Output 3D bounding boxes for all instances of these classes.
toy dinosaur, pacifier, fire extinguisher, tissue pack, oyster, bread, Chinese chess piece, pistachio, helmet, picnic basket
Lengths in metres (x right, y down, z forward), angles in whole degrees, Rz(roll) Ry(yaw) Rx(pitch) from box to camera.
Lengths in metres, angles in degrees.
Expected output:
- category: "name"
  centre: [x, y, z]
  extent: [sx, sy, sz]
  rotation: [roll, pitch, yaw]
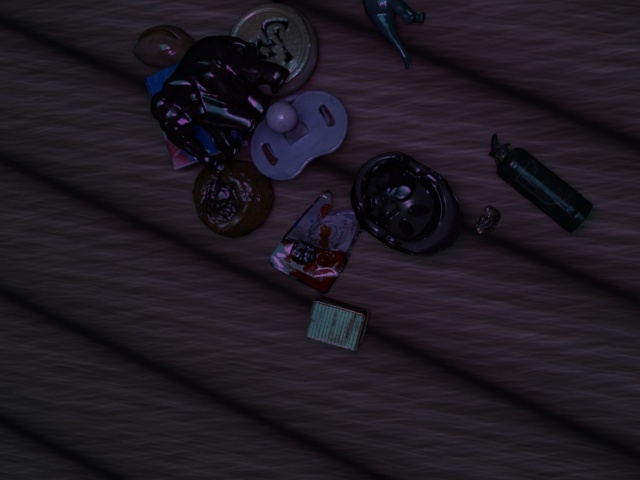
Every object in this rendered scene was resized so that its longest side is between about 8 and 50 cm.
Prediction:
- category: "toy dinosaur"
  centre: [0.120, -0.675, 1.776]
  extent: [0.331, 0.129, 0.383]
  rotation: [15, 98, 18]
- category: "pacifier"
  centre: [-0.078, -0.305, 1.764]
  extent: [0.287, 0.226, 0.238]
  rotation: [-29, 71, 8]
- category: "fire extinguisher"
  centre: [0.559, -0.158, 1.745]
  extent: [0.311, 0.095, 0.114]
  rotation: [38, 55, 2]
- category: "tissue pack"
  centre: [-0.339, -0.350, 1.838]
  extent: [0.209, 0.137, 0.269]
  rotation: [-18, 91, 7]
- category: "oyster"
  centre: [0.449, -0.051, 1.803]
  extent: [0.054, 0.019, 0.083]
  rotation: [35, 99, 4]
- category: "bread"
  centre: [-0.246, -0.115, 1.853]
  extent: [0.230, 0.123, 0.229]
  rotation: [1, 97, 7]
- category: "Chinese chess piece"
  centre: [-0.129, -0.512, 1.806]
  extent: [0.251, 0.101, 0.250]
  rotation: [0, 90, 9]
- category: "pistachio"
  centre: [-0.431, -0.531, 1.854]
  extent: [0.185, 0.124, 0.124]
  rotation: [7, 96, 22]
- category: "helmet"
  centre: [0.208, -0.085, 1.755]
  extent: [0.305, 0.177, 0.225]
  rotation: [42, 79, -6]
- category: "picnic basket"
  centre: [0.045, 0.228, 1.857]
  extent: [0.164, 0.079, 0.115]
  rotation: [15, 97, 7]

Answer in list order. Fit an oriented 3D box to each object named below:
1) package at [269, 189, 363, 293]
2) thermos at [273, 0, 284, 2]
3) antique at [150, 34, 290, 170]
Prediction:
- category: "package"
  centre: [0.000, 0.000, 1.858]
  extent: [0.194, 0.071, 0.269]
  rotation: [32, 111, 7]
- category: "thermos"
  centre: [-0.142, -0.763, 1.800]
  extent: [0.124, 0.099, 0.232]
  rotation: [-30, 88, 48]
- category: "antique"
  centre: [-0.266, -0.361, 1.689]
  extent: [0.255, 0.185, 0.322]
  rotation: [31, 87, -14]
